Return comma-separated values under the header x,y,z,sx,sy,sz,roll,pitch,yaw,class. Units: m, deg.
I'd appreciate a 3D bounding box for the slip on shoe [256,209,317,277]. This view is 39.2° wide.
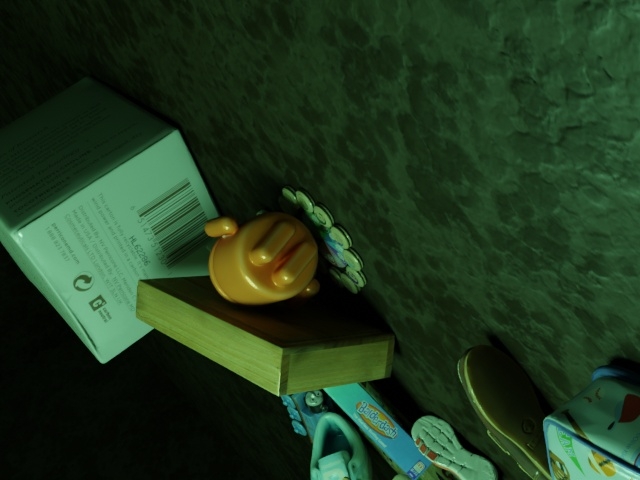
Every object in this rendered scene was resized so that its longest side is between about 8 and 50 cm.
x,y,z,sx,sy,sz,roll,pitch,yaw,class
-0.061,0.013,1.402,0.135,0.041,0.051,53,161,-1,slip on shoe

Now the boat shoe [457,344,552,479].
x,y,z,sx,sy,sz,roll,pitch,yaw,class
0.224,0.211,1.042,0.207,0.073,0.073,53,159,-2,boat shoe

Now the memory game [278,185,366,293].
x,y,z,sx,sy,sz,roll,pitch,yaw,class
0.000,0.000,1.283,0.186,0.012,0.186,44,159,22,memory game

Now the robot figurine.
x,y,z,sx,sy,sz,roll,pitch,yaw,class
-0.085,0.032,1.299,0.219,0.158,0.128,160,112,-63,robot figurine

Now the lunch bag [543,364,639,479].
x,y,z,sx,sy,sz,roll,pitch,yaw,class
0.341,0.273,0.828,0.243,0.115,0.303,21,143,53,lunch bag

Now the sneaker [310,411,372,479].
x,y,z,sx,sy,sz,roll,pitch,yaw,class
0.035,0.476,1.668,0.150,0.135,0.366,59,-171,-35,sneaker

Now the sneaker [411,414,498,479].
x,y,z,sx,sy,sz,roll,pitch,yaw,class
0.198,0.326,1.338,0.158,0.061,0.065,40,165,37,sneaker

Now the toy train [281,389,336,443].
x,y,z,sx,sy,sz,roll,pitch,yaw,class
-0.013,0.353,1.852,0.105,0.080,0.184,25,146,37,toy train

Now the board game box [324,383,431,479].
x,y,z,sx,sy,sz,roll,pitch,yaw,class
0.075,0.276,1.429,0.210,0.047,0.160,45,174,-5,board game box

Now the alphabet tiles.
x,y,z,sx,sy,sz,roll,pitch,yaw,class
0.155,0.378,1.602,0.342,0.011,0.285,45,159,21,alphabet tiles

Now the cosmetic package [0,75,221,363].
x,y,z,sx,sy,sz,roll,pitch,yaw,class
-0.420,-0.052,1.682,0.394,0.327,0.329,32,153,48,cosmetic package

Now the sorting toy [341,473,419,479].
x,y,z,sx,sy,sz,roll,pitch,yaw,class
0.163,0.480,1.371,0.348,0.196,0.047,19,-178,14,sorting toy

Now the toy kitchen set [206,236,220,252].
x,y,z,sx,sy,sz,roll,pitch,yaw,class
-0.160,0.024,1.609,0.083,0.068,0.075,42,159,30,toy kitchen set

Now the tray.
x,y,z,sx,sy,sz,roll,pitch,yaw,class
-0.100,0.129,1.391,0.411,0.203,0.076,18,106,50,tray
